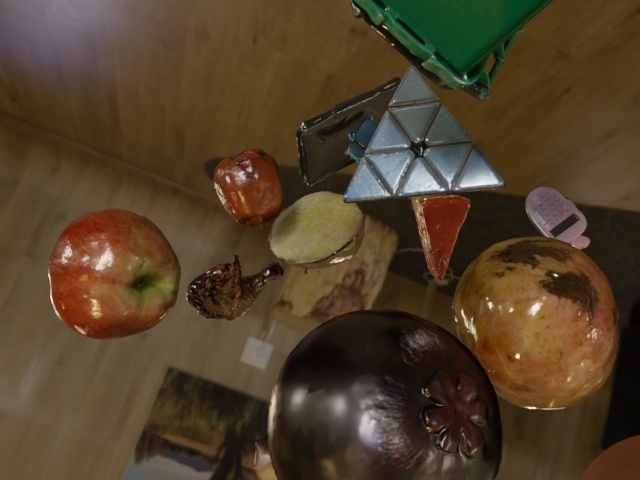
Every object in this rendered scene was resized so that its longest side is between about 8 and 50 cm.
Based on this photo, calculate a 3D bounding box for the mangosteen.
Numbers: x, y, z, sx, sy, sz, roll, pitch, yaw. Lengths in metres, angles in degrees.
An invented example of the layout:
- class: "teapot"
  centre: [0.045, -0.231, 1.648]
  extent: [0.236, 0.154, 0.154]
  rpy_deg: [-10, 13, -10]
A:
- class: "mangosteen"
  centre: [0.067, 0.250, 0.883]
  extent: [0.307, 0.306, 0.347]
  rpy_deg: [26, 147, -19]

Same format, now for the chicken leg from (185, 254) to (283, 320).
- class: "chicken leg"
  centre: [-0.226, 0.120, 1.762]
  extent: [0.083, 0.177, 0.323]
  rpy_deg: [33, -170, 32]

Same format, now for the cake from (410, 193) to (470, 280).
- class: "cake"
  centre: [0.388, -0.027, 2.079]
  extent: [0.160, 0.261, 0.158]
  rpy_deg: [-16, -172, -4]

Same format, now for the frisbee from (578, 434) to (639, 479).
- class: "frisbee"
  centre: [0.607, 0.479, 1.344]
  extent: [0.021, 0.251, 0.251]
  rpy_deg: [47, 158, -2]

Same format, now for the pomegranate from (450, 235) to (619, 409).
- class: "pomegranate"
  centre: [0.381, 0.143, 1.201]
  extent: [0.322, 0.322, 0.322]
  rpy_deg: [17, 161, 6]

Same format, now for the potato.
- class: "potato"
  centre: [0.000, 0.000, 1.678]
  extent: [0.299, 0.239, 0.115]
  rpy_deg: [32, 153, 55]

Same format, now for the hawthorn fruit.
- class: "hawthorn fruit"
  centre: [-0.161, -0.128, 1.571]
  extent: [0.179, 0.174, 0.173]
  rpy_deg: [53, 164, 11]

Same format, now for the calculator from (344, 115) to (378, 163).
- class: "calculator"
  centre: [0.116, -0.260, 1.753]
  extent: [0.094, 0.141, 0.019]
  rpy_deg: [40, 155, -7]

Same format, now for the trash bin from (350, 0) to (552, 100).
- class: "trash bin"
  centre: [0.250, -0.400, 0.920]
  extent: [0.295, 0.259, 0.381]
  rpy_deg: [38, 155, -14]

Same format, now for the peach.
- class: "peach"
  centre: [-0.378, 0.055, 1.206]
  extent: [0.257, 0.232, 0.232]
  rpy_deg: [13, 161, 37]

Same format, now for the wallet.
- class: "wallet"
  centre: [0.094, -0.299, 1.823]
  extent: [0.051, 0.378, 0.197]
  rpy_deg: [39, 151, 40]

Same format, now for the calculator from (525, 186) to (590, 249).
- class: "calculator"
  centre: [0.516, -0.045, 1.462]
  extent: [0.165, 0.103, 0.024]
  rpy_deg: [54, 170, 15]

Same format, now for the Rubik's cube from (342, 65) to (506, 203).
- class: "Rubik's cube"
  centre: [0.206, -0.162, 1.364]
  extent: [0.233, 0.228, 0.229]
  rpy_deg: [28, 130, -19]
